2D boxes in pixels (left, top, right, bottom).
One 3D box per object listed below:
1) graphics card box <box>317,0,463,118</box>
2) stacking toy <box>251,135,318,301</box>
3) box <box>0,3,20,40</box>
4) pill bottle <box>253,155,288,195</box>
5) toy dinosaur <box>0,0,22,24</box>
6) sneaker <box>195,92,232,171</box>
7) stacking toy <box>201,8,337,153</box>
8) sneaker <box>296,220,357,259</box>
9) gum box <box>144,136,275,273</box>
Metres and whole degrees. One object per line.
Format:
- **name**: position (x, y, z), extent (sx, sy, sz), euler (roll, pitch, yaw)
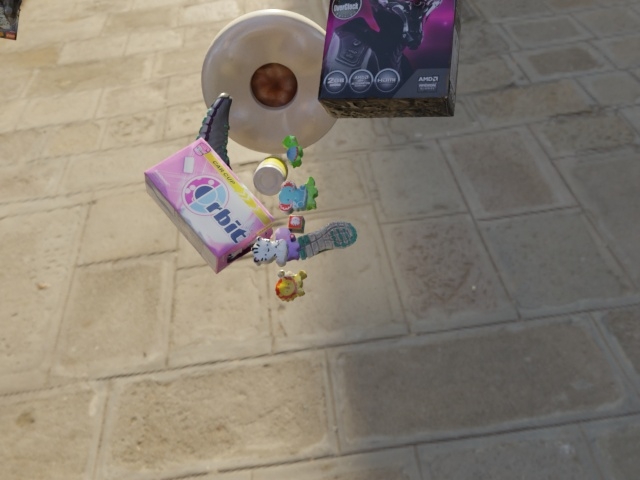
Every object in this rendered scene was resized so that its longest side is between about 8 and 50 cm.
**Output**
- **graphics card box**: position (0.132, -0.404, 1.193), extent (0.232, 0.094, 0.371), euler (4, 80, 18)
- **stacking toy**: position (-0.050, -0.032, 1.051), extent (0.052, 0.167, 0.221), euler (4, 69, 11)
- **box**: position (-0.684, -0.456, 1.358), extent (0.137, 0.094, 0.027), euler (4, 63, -28)
- **pill bottle**: position (-0.100, -0.139, 1.393), extent (0.065, 0.065, 0.116), euler (-4, 21, 5)
- **toy dinosaur**: position (-0.600, -0.509, 1.205), extent (0.121, 0.160, 0.313), euler (-42, 82, -14)
- **sneaker**: position (-0.218, -0.200, 1.438), extent (0.098, 0.083, 0.224), euler (24, 87, -3)
- **stacking toy**: position (-0.114, -0.469, 1.780), extent (0.350, 0.351, 0.480), euler (-6, 30, 3)
- **sneaker**: position (0.000, 0.000, 1.477), extent (0.166, 0.065, 0.076), euler (-14, 0, -23)
- **gum box**: position (-0.165, -0.050, 1.012), extent (0.107, 0.062, 0.188), euler (-36, 75, -24)
